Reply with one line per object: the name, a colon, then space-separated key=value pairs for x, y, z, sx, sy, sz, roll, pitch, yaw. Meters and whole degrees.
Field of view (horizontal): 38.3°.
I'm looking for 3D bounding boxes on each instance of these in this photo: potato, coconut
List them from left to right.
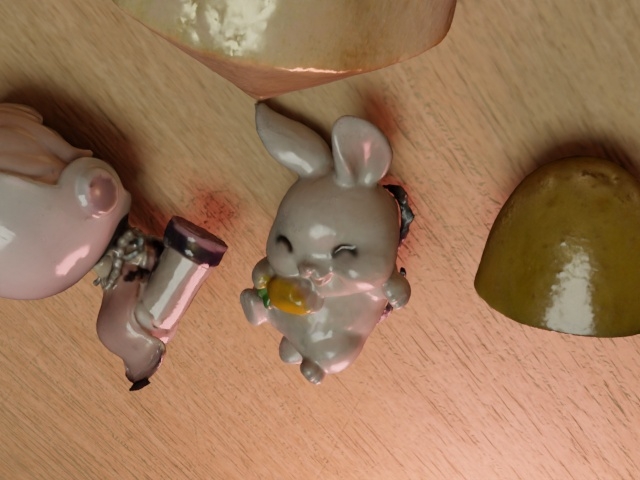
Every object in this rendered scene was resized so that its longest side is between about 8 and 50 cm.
coconut: x=-0.029 y=-0.245 z=0.705 sx=0.328 sy=0.329 sz=0.329 roll=11 pitch=134 yaw=11
potato: x=0.262 y=-0.008 z=0.918 sx=0.203 sy=0.178 sz=0.158 roll=23 pitch=125 yaw=34

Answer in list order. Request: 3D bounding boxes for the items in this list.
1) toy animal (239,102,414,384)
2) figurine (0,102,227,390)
toy animal: x=0.005 y=0.005 z=1.030 sx=0.208 sy=0.154 sz=0.326 roll=13 pitch=117 yaw=39
figurine: x=-0.303 y=-0.008 z=1.085 sx=0.361 sy=0.211 sz=0.253 roll=39 pitch=133 yaw=-17
